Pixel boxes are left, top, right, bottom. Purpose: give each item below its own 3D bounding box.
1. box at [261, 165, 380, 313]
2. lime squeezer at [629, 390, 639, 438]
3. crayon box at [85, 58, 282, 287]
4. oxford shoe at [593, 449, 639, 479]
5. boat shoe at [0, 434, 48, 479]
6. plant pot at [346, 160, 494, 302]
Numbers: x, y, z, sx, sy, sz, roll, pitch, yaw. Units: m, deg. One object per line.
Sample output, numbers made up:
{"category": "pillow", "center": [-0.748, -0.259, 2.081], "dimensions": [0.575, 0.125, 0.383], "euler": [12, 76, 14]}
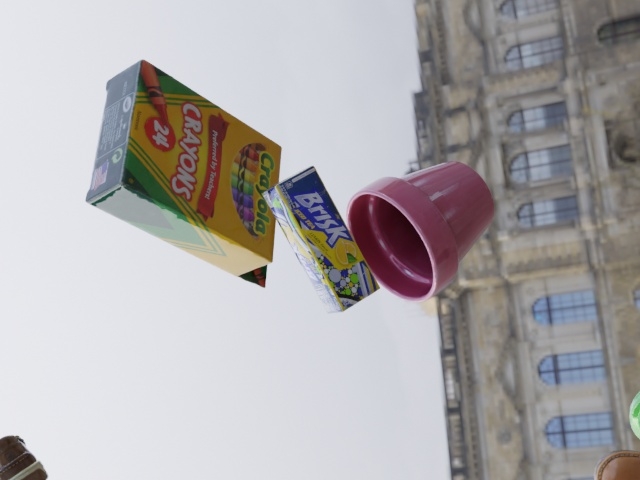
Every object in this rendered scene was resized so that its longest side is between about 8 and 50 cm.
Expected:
{"category": "box", "center": [0.000, 0.000, 1.149], "dimensions": [0.059, 0.054, 0.169], "euler": [-30, -85, -23]}
{"category": "lime squeezer", "center": [0.184, 0.122, 0.490], "dimensions": [0.110, 0.059, 0.310], "euler": [-4, -85, -64]}
{"category": "crayon box", "center": [-0.160, -0.085, 1.346], "dimensions": [0.318, 0.081, 0.202], "euler": [29, -129, -40]}
{"category": "oxford shoe", "center": [0.371, 0.280, 0.956], "dimensions": [0.076, 0.212, 0.076], "euler": [-58, -4, 5]}
{"category": "boat shoe", "center": [-0.444, 0.319, 1.359], "dimensions": [0.095, 0.257, 0.095], "euler": [-34, -92, -33]}
{"category": "plant pot", "center": [0.171, -0.031, 1.538], "dimensions": [0.180, 0.201, 0.201], "euler": [-33, -63, -29]}
